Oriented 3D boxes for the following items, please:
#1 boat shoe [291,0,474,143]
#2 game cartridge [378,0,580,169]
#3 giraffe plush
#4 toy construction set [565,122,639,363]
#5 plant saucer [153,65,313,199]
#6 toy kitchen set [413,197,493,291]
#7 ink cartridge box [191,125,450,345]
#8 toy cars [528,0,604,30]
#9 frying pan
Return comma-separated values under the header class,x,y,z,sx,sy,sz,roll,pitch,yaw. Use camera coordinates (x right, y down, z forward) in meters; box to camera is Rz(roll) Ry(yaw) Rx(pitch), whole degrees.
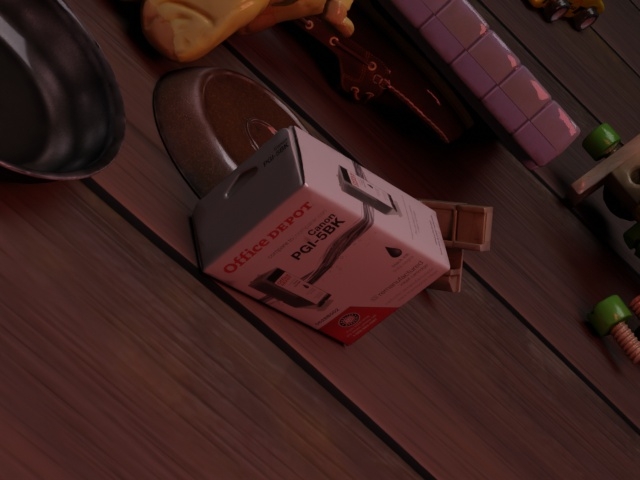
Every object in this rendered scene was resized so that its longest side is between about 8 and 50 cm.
class,x,y,z,sx,sy,sz,roll,pitch,yaw
boat shoe,0.037,-0.152,1.285,0.207,0.073,0.073,46,-4,-1
game cartridge,0.122,-0.172,1.357,0.230,0.068,0.355,52,8,-6
giraffe plush,-0.047,-0.213,1.138,0.170,0.210,0.181,27,59,-83
toy construction set,0.367,-0.063,1.453,0.237,0.309,0.257,55,18,21
plant saucer,-0.044,-0.061,1.079,0.168,0.029,0.168,36,30,-25
toy kitchen set,0.074,0.006,1.139,0.075,0.083,0.068,-8,103,-60
ink cartridge box,0.000,0.000,0.986,0.135,0.099,0.056,28,35,-36
toy cars,0.237,-0.392,1.890,0.393,0.087,0.176,37,29,-26
frying pan,-0.232,-0.108,0.817,0.326,0.053,0.197,2,54,-55
